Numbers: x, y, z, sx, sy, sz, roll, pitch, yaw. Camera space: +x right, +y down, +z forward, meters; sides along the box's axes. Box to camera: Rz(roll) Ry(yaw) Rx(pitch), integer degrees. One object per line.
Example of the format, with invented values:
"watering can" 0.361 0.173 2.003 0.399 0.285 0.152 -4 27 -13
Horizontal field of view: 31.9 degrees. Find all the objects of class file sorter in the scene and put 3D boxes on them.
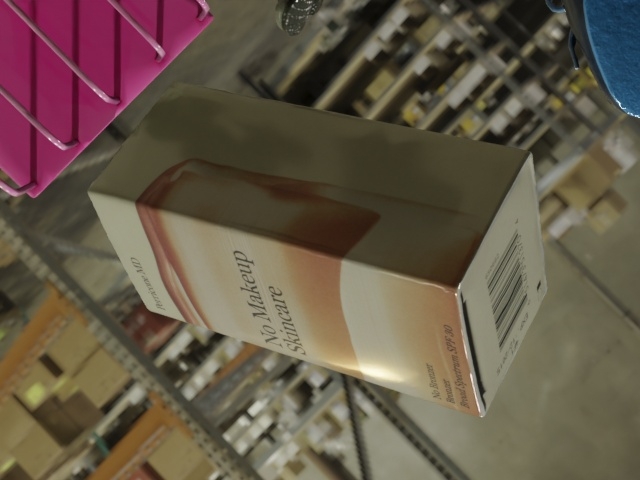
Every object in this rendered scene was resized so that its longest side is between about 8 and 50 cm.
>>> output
"file sorter" -0.281 -0.210 1.171 0.291 0.202 0.182 -45 -169 -1

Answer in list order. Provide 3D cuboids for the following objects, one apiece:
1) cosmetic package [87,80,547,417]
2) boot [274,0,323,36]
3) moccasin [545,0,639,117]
"cosmetic package" 0.000 0.000 0.812 0.129 0.296 0.153 -56 145 -31
"boot" -0.084 -0.425 1.884 0.246 0.161 0.083 -61 176 -64
"moccasin" 0.254 -0.280 0.977 0.137 0.342 0.117 -16 -165 -8
